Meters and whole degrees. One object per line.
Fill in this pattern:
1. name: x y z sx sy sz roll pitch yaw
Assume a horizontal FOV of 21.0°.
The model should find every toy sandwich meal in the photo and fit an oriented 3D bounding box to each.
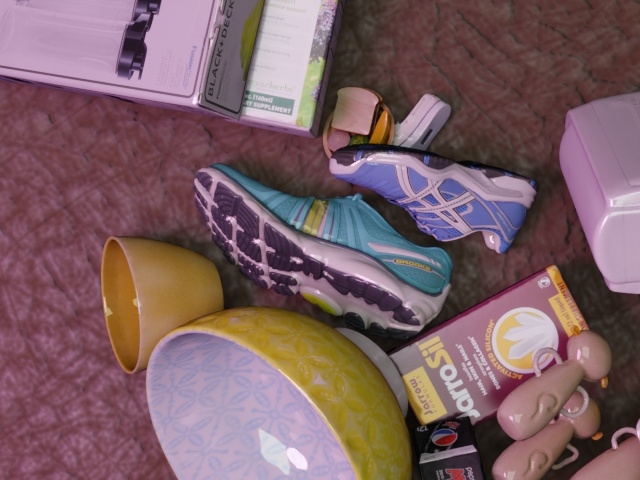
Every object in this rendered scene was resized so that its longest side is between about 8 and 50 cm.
1. toy sandwich meal: 0.035 -0.111 1.697 0.086 0.029 0.085 -6 74 24

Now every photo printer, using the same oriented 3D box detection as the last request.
1. photo printer: 0.352 -0.059 1.556 0.256 0.307 0.107 -6 112 2

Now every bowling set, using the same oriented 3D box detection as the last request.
1. bowling set: 0.250 0.210 1.616 0.154 0.200 0.287 -39 103 -22

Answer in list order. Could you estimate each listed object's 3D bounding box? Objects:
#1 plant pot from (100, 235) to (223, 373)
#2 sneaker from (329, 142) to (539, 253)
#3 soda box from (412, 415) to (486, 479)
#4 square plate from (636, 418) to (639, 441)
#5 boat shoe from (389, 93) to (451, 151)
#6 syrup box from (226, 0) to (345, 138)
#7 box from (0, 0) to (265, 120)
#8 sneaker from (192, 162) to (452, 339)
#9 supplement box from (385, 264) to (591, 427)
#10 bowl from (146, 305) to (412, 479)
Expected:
1. plant pot: -0.149 0.056 1.674 0.095 0.134 0.134 -8 86 -21
2. sneaker: 0.107 -0.043 1.657 0.211 0.080 0.081 13 97 -15
3. soda box: 0.131 0.249 1.630 0.060 0.053 0.169 -13 123 3
4. square plate: 0.455 0.268 1.577 0.347 0.049 0.344 -20 86 -36
5. boat shoe: 0.086 -0.103 1.707 0.035 0.035 0.100 39 94 32
6. syrup box: -0.027 -0.226 1.686 0.093 0.096 0.236 12 89 4
7. box: -0.202 -0.219 1.652 0.290 0.087 0.169 10 87 25
8. sneaker: 0.000 0.000 1.684 0.275 0.107 0.110 28 54 12
9. supplement box: 0.166 0.111 1.664 0.188 0.081 0.104 -28 86 2
10. bowl: -0.011 0.169 1.614 0.156 0.289 0.289 -36 85 -36
